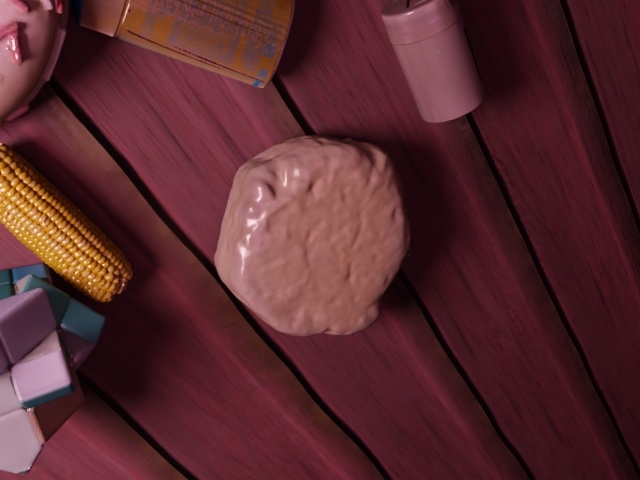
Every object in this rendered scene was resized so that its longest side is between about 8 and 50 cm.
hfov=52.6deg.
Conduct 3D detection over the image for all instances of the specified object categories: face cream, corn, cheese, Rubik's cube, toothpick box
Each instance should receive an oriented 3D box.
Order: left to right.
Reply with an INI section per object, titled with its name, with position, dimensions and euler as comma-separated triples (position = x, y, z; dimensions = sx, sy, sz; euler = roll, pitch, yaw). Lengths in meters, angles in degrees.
[Rubik's cube]
position = -0.396, 0.161, 0.803
dimensions = 0.265, 0.213, 0.224
euler = -12, 112, -25
[corn]
position = -0.345, -0.014, 0.840
dimensions = 0.081, 0.081, 0.248
euler = -42, 121, -6
[face cream]
position = -0.177, -0.303, 0.823
dimensions = 0.285, 0.067, 0.139
euler = 13, 100, -30
[cheese]
position = 0.000, 0.000, 0.997
dimensions = 0.318, 0.115, 0.326
euler = -35, 121, -11
[toothpick box]
position = 0.172, -0.283, 0.977
dimensions = 0.111, 0.111, 0.181
euler = -34, 121, -11

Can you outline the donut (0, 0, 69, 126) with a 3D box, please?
[donut]
position = -0.440, -0.260, 0.648
dimensions = 0.382, 0.142, 0.383
euler = -14, 121, -25
